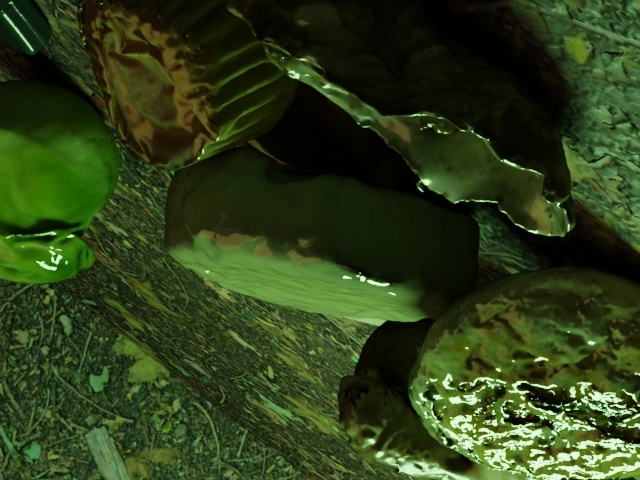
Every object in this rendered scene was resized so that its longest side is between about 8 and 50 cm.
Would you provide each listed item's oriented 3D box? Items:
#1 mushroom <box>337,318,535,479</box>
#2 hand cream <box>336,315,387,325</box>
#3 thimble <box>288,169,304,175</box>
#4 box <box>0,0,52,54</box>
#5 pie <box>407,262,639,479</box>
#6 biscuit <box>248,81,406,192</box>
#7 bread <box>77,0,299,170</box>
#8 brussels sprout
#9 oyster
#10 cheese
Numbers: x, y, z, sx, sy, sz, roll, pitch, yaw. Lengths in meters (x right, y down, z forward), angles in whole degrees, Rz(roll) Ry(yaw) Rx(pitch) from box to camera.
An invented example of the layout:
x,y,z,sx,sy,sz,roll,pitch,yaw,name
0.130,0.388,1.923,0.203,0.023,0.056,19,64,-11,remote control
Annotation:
x,y,z,sx,sy,sz,roll,pitch,yaw,name
0.190,0.210,1.869,0.345,0.239,0.345,42,-175,-4,mushroom
0.051,0.094,2.117,0.143,0.039,0.061,16,152,41,hand cream
-0.028,-0.019,1.866,0.102,0.090,0.115,42,162,-30,thimble
-0.434,-0.327,1.919,0.160,0.050,0.230,26,160,36,box
0.242,0.148,1.565,0.339,0.077,0.339,8,138,8,pie
-0.046,-0.134,1.653,0.284,0.043,0.306,45,162,-26,biscuit
-0.133,-0.183,1.459,0.240,0.139,0.240,28,140,27,bread
-0.402,-0.084,2.155,0.294,0.259,0.227,44,163,-32,brussels sprout
0.085,-0.122,1.299,0.341,0.110,0.166,34,170,-1,oyster
0.000,0.000,1.600,0.326,0.115,0.318,6,168,17,cheese
